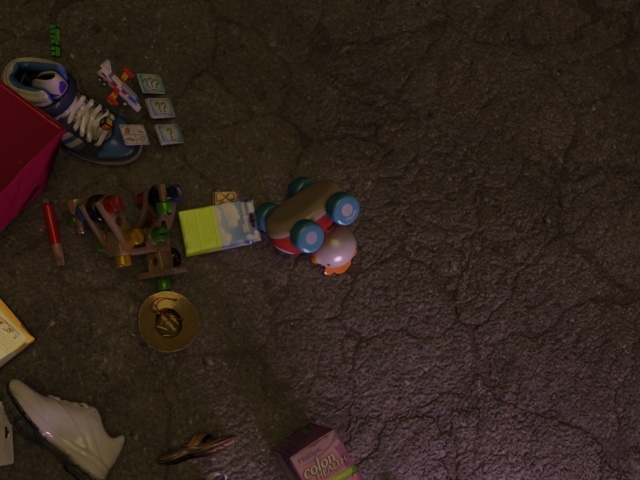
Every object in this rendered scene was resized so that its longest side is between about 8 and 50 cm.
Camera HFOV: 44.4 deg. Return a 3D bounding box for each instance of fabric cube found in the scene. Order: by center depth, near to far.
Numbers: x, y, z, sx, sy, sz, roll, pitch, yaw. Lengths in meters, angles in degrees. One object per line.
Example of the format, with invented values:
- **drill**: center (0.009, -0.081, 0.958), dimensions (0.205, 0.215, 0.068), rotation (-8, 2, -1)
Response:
- **fabric cube**: center (-0.717, -0.169, 1.601), dimensions (0.254, 0.258, 0.259), rotation (38, 55, -7)

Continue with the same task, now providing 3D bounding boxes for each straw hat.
- **straw hat**: center (-0.344, 0.191, 1.777), dimensions (0.144, 0.061, 0.145), rotation (5, 66, -11)

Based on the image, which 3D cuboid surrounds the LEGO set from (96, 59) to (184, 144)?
- **LEGO set**: center (-0.409, -0.307, 1.773), dimensions (0.244, 0.060, 0.183), rotation (-13, 82, -57)

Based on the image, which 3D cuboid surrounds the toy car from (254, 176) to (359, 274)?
- **toy car**: center (0.000, 0.000, 1.856), dimensions (0.210, 0.219, 0.238), rotation (-38, 120, -17)

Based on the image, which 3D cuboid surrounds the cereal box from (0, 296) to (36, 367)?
- **cereal box**: center (-0.759, 0.226, 1.670), dimensions (0.240, 0.047, 0.173), rotation (-40, 93, -16)

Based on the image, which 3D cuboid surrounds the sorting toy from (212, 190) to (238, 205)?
- **sorting toy**: center (-0.228, -0.076, 1.877), dimensions (0.062, 0.012, 0.083), rotation (-1, 81, -12)

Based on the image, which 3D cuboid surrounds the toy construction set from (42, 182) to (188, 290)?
- **toy construction set**: center (-0.434, 0.010, 1.721), dimensions (0.308, 0.257, 0.237), rotation (-9, 96, 5)

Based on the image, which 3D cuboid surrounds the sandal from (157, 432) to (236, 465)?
- **sandal**: center (-0.278, 0.459, 1.755), dimensions (0.180, 0.072, 0.049), rotation (-13, 63, -12)

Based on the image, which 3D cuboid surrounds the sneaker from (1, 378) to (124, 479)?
- **sneaker**: center (-0.550, 0.392, 1.674), dimensions (0.297, 0.111, 0.129), rotation (47, 50, -16)

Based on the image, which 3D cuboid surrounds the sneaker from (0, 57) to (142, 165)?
- **sneaker**: center (-0.542, -0.283, 1.710), dimensions (0.322, 0.236, 0.130), rotation (27, 76, -9)

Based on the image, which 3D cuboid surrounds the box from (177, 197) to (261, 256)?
- **box**: center (-0.238, -0.031, 1.840), dimensions (0.178, 0.042, 0.109), rotation (-12, 88, -10)

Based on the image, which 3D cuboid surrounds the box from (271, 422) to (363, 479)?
- **box**: center (0.016, 0.544, 1.735), dimensions (0.117, 0.213, 0.243), rotation (-30, 89, -17)

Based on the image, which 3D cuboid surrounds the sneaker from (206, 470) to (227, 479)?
- **sneaker**: center (-0.205, 0.661, 1.645), dimensions (0.210, 0.137, 0.366), rotation (-29, 57, -22)

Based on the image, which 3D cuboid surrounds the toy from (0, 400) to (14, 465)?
- **toy**: center (-0.768, 0.411, 1.625), dimensions (0.237, 0.056, 0.137), rotation (-3, 93, -31)

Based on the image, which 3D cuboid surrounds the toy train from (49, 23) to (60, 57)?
- **toy train**: center (-0.621, -0.467, 1.835), dimensions (0.023, 0.017, 0.083), rotation (-1, 81, -25)
